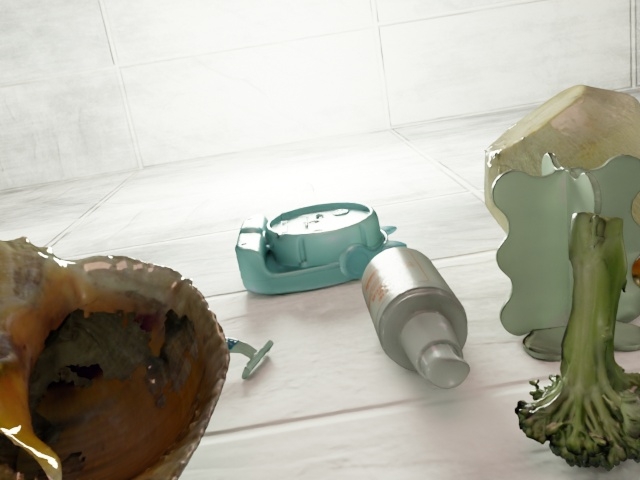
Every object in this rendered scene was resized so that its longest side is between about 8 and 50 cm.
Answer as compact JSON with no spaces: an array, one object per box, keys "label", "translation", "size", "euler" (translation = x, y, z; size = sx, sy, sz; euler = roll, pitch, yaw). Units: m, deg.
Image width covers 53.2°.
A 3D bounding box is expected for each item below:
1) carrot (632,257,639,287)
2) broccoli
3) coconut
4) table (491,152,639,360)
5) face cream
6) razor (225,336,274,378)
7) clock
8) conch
[{"label":"carrot","translation":[0.484,0.031,0.779],"size":[0.257,0.061,0.061],"euler":[-10,17,-9]},{"label":"broccoli","translation":[0.222,0.079,0.514],"size":[0.118,0.204,0.122],"euler":[5,7,36]},{"label":"coconut","translation":[0.365,-0.072,0.898],"size":[0.245,0.247,0.245],"euler":[-38,8,6]},{"label":"table","translation":[0.278,0.009,0.709],"size":[0.167,0.198,0.166],"euler":[-8,17,2]},{"label":"face cream","translation":[0.109,0.089,0.708],"size":[0.101,0.101,0.251],"euler":[-9,17,0]},{"label":"razor","translation":[-0.157,0.137,0.800],"size":[0.191,0.037,0.068],"euler":[-2,20,24]},{"label":"clock","translation":[0.000,0.000,1.070],"size":[0.274,0.094,0.223],"euler":[-10,18,-1]},{"label":"conch","translation":[-0.236,0.141,0.580],"size":[0.297,0.210,0.352],"euler":[-14,51,-24]}]
